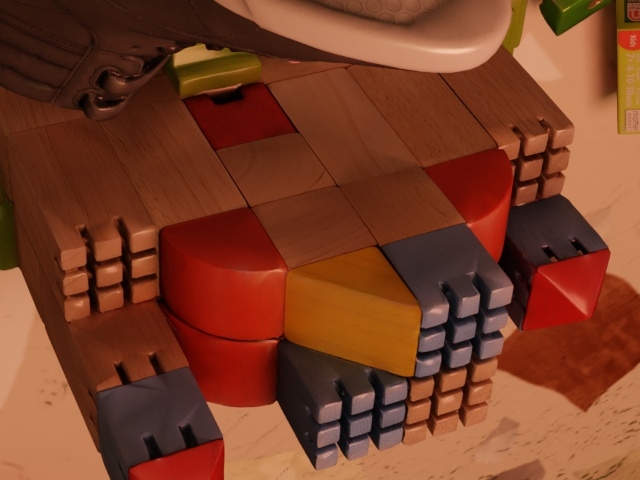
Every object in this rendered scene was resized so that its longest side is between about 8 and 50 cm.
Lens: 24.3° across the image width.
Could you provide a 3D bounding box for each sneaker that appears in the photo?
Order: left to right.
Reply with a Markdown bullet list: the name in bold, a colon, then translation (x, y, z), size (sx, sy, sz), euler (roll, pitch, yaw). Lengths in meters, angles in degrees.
- **sneaker**: translation (-0.057, -0.113, 0.677), size (0.147, 0.295, 0.105), euler (92, 23, -54)

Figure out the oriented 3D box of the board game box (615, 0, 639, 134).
- **board game box**: translation (0.281, -0.116, 0.945), size (0.181, 0.043, 0.092), euler (-1, 138, 11)

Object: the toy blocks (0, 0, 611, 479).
- **toy blocks**: translation (0.000, 0.000, 0.784), size (0.381, 0.261, 0.191), euler (-15, 135, -20)

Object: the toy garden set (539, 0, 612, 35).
- **toy garden set**: translation (0.203, -0.223, 0.795), size (0.203, 0.049, 0.244), euler (-34, 167, -2)
